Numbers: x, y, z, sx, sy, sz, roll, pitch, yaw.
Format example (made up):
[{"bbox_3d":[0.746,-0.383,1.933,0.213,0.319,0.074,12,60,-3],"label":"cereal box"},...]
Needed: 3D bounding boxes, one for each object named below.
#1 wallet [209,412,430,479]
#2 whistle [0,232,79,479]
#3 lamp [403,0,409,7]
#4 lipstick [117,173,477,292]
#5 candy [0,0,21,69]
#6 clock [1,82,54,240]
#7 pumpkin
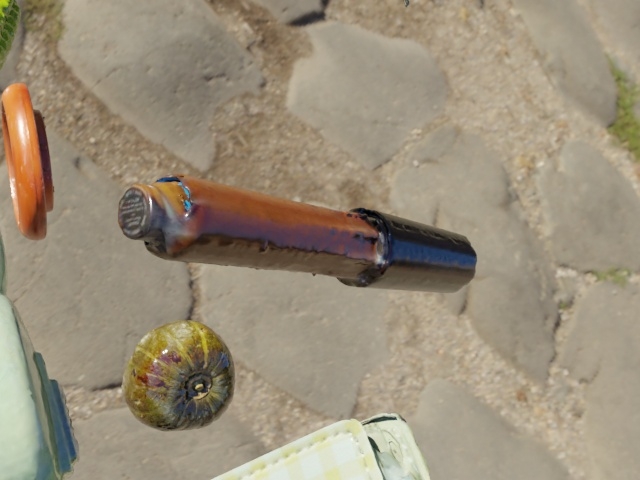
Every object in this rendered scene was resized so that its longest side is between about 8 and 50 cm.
[{"bbox_3d":[0.015,0.284,0.647,0.077,0.223,0.309,1,62,-61],"label":"wallet"},{"bbox_3d":[-0.186,0.045,0.560,0.067,0.126,0.258,-15,76,-17],"label":"whistle"},{"bbox_3d":[0.005,-0.274,0.705,0.250,0.250,0.284,-8,61,-41],"label":"lamp"},{"bbox_3d":[0.000,0.000,0.915,0.418,0.077,0.077,9,65,-48],"label":"lipstick"},{"bbox_3d":[-0.358,-0.199,1.031,0.097,0.097,0.209,29,27,-26],"label":"candy"},{"bbox_3d":[-0.379,-0.102,1.336,0.051,0.205,0.205,-7,74,-19],"label":"clock"},{"bbox_3d":[-0.267,0.247,1.907,0.219,0.162,0.219,-13,115,-30],"label":"pumpkin"}]
